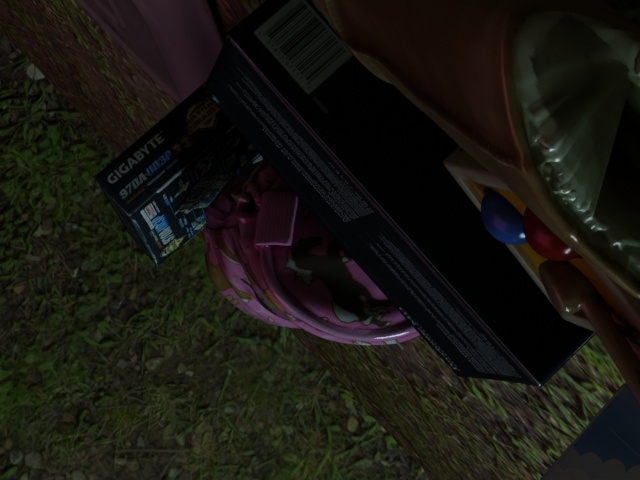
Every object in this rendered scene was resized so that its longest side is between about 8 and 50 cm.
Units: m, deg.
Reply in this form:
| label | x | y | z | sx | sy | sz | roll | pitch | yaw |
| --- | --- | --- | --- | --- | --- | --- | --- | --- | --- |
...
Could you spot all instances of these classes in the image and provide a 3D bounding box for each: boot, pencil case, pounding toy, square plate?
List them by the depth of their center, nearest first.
| label | x | y | z | sx | sy | sz | roll | pitch | yaw |
| --- | --- | --- | --- | --- | --- | --- | --- | --- | --- |
| boot | 0.036 | -0.114 | 0.592 | 0.236 | 0.089 | 0.269 | 42 | -174 | -28 |
| pounding toy | 0.136 | 0.007 | 0.711 | 0.141 | 0.100 | 0.130 | 51 | 172 | -17 |
| pencil case | 0.000 | 0.000 | 1.192 | 0.167 | 0.160 | 0.386 | 62 | 172 | -3 |
| square plate | -0.209 | -0.264 | 1.433 | 0.347 | 0.049 | 0.344 | 46 | 171 | 17 |

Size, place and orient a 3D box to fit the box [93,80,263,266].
| label | x | y | z | sx | sy | sz | roll | pitch | yaw |
| --- | --- | --- | --- | --- | --- | --- | --- | --- | --- |
| box | -0.113 | -0.070 | 1.389 | 0.051 | 0.175 | 0.220 | 47 | 173 | 10 |

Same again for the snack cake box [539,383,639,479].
| label | x | y | z | sx | sy | sz | roll | pitch | yaw |
| --- | --- | --- | --- | --- | --- | --- | --- | --- | --- |
| snack cake box | 0.271 | 0.214 | 0.905 | 0.264 | 0.089 | 0.152 | 44 | -173 | 31 |

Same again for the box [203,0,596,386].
| label | x | y | z | sx | sy | sz | roll | pitch | yaw |
| --- | --- | --- | --- | --- | --- | --- | --- | --- | --- |
| box | 0.055 | -0.040 | 0.913 | 0.261 | 0.103 | 0.184 | 48 | 169 | -4 |
